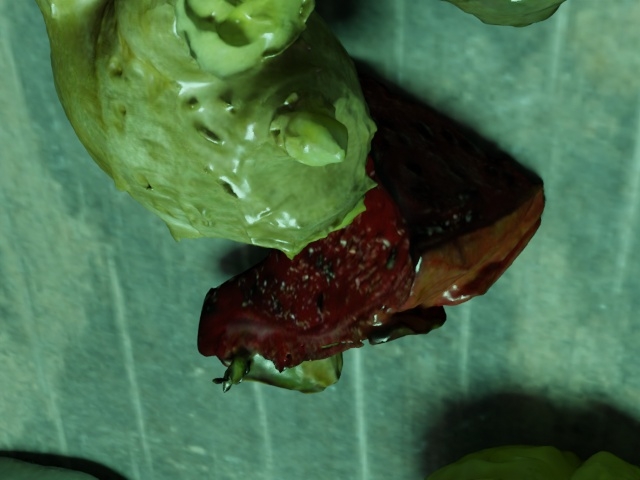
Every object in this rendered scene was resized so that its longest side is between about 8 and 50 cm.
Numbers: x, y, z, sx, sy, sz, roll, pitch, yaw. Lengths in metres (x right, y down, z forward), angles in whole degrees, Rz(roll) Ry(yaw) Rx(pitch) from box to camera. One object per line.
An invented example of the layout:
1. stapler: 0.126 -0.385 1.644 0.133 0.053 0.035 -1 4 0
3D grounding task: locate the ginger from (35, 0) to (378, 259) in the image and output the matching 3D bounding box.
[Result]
1. ginger: -0.047 -0.067 0.668 0.216 0.102 0.157 29 145 50

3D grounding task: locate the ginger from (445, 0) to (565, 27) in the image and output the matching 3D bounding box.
1. ginger: 0.090 -0.145 0.561 0.290 0.084 0.122 -20 130 39

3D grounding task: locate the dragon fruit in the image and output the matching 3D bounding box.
1. dragon fruit: -0.004 0.015 0.769 0.122 0.092 0.192 40 137 -18

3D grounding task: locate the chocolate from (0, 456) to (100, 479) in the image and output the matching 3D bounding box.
1. chocolate: -0.176 0.286 1.075 0.185 0.100 0.303 2 111 32

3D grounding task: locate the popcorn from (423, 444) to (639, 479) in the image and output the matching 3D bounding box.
1. popcorn: 0.119 0.215 0.845 0.200 0.203 0.226 10 121 0
